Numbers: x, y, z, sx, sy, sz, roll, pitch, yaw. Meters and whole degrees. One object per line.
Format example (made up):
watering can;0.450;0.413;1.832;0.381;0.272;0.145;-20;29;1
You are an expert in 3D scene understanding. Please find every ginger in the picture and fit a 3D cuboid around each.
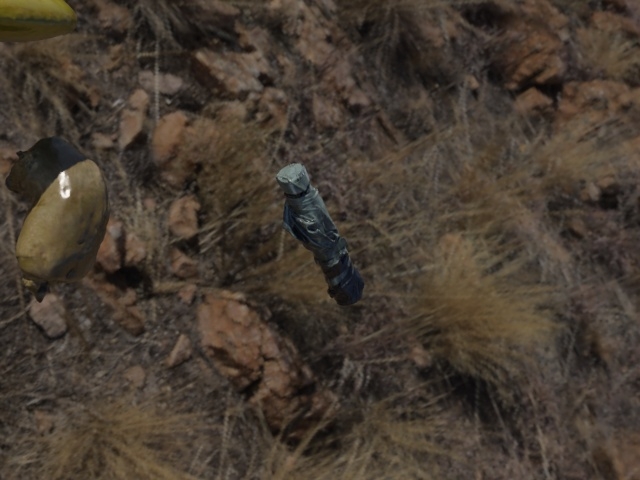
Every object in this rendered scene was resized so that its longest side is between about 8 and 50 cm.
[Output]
ginger;-0.422;-0.034;1.327;0.138;0.152;0.267;59;28;-81

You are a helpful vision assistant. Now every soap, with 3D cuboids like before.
soap;-0.575;-0.375;1.236;0.427;0.115;0.306;22;15;26

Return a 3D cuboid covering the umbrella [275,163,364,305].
umbrella;0.000;0.000;0.882;0.050;0.046;0.188;-50;134;-28
